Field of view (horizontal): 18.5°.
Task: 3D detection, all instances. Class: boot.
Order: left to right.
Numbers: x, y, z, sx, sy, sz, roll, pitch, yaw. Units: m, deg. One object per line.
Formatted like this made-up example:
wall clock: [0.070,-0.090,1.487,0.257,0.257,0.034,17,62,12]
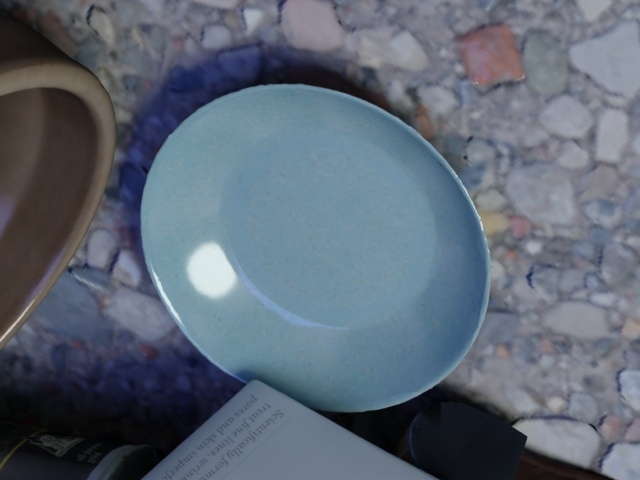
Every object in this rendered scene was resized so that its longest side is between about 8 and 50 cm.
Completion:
boot: [0.124,0.180,1.089,0.219,0.082,0.106,36,141,0]

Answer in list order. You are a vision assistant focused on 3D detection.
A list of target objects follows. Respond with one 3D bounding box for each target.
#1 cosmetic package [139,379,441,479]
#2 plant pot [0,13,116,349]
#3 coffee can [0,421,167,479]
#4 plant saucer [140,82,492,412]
cosmetic package: [-0.021,0.208,1.055,0.151,0.151,0.183,26,138,29]
plant pot: [-0.273,-0.049,1.022,0.229,0.263,0.263,40,125,19]
coffee can: [-0.242,0.195,1.142,0.275,0.201,0.201,9,120,15]
plant saucer: [0.000,0.000,1.046,0.195,0.037,0.195,8,119,15]
